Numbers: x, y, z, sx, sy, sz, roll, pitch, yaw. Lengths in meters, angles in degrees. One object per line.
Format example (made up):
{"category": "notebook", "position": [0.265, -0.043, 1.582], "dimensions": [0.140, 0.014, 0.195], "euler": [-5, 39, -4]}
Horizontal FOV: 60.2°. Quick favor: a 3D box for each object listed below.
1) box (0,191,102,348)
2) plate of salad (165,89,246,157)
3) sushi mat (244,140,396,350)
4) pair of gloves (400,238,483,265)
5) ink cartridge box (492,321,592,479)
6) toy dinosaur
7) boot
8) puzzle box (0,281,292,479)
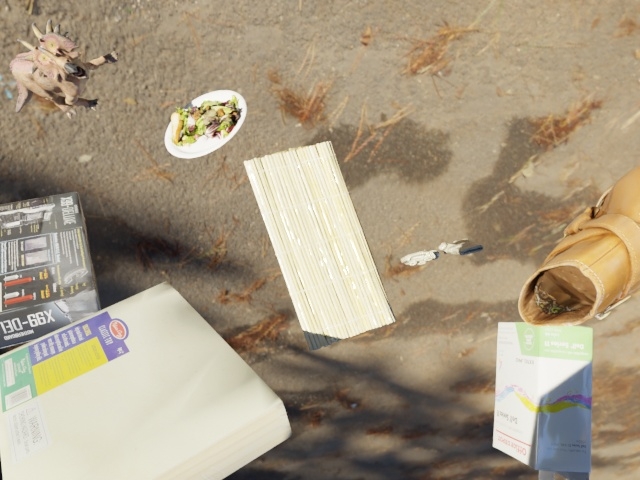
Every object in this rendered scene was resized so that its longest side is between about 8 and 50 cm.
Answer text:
{"category": "box", "position": [-0.525, 0.044, 0.955], "dimensions": [0.242, 0.307, 0.077], "euler": [-14, 132, -21]}
{"category": "plate of salad", "position": [-0.254, -0.261, 1.193], "dimensions": [0.199, 0.200, 0.048], "euler": [-22, 140, 8]}
{"category": "sushi mat", "position": [0.000, 0.000, 0.866], "dimensions": [0.151, 0.317, 0.019], "euler": [-18, 173, -16]}
{"category": "pair of gloves", "position": [0.367, 0.034, 1.715], "dimensions": [0.240, 0.042, 0.204], "euler": [-14, -179, 5]}
{"category": "ink cartridge box", "position": [0.460, 0.354, 1.162], "dimensions": [0.119, 0.354, 0.207], "euler": [6, 171, -5]}
{"category": "toy dinosaur", "position": [-0.554, -0.346, 1.120], "dimensions": [0.295, 0.127, 0.200], "euler": [-6, 171, 24]}
{"category": "boot", "position": [0.201, 0.014, 0.399], "dimensions": [0.152, 0.073, 0.197], "euler": [-39, 153, -16]}
{"category": "puzzle box", "position": [-0.248, 0.188, 0.689], "dimensions": [0.272, 0.409, 0.052], "euler": [-25, 117, -24]}
